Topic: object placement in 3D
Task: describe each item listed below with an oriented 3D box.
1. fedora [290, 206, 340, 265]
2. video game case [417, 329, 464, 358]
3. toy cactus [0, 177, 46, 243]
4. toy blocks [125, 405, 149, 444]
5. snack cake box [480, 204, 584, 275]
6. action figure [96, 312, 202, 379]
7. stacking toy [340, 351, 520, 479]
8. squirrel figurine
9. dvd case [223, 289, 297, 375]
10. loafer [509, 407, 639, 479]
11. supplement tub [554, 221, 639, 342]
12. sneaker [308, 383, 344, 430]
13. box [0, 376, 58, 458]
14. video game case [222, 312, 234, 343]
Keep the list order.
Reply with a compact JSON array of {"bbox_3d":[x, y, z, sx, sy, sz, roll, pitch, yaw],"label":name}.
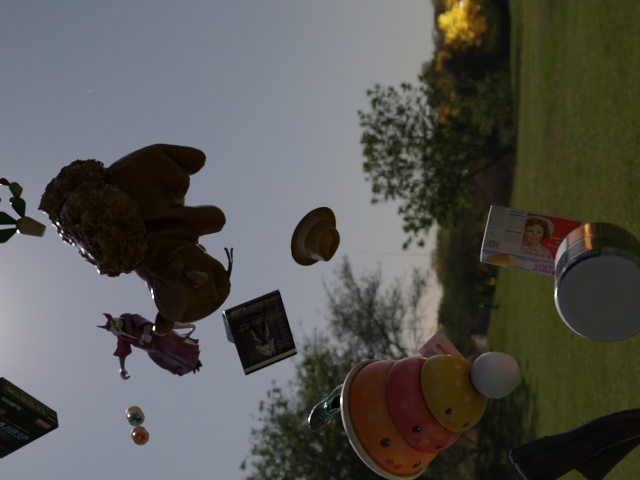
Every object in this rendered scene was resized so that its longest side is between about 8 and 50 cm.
[{"bbox_3d":[0.000,0.000,2.090,0.194,0.079,0.194,-28,-46,-33],"label":"fedora"},{"bbox_3d":[0.372,0.358,2.163,0.019,0.157,0.143,-31,-17,-33],"label":"video game case"},{"bbox_3d":[-0.812,-0.061,1.902,0.112,0.180,0.219,118,167,-49],"label":"toy cactus"},{"bbox_3d":[-0.583,0.600,2.326,0.148,0.054,0.123,165,90,-71],"label":"toy blocks"},{"bbox_3d":[0.605,0.002,2.080,0.089,0.264,0.152,72,-147,-58],"label":"snack cake box"},{"bbox_3d":[-0.562,0.312,2.415,0.370,0.248,0.276,35,-143,-29],"label":"action figure"},{"bbox_3d":[0.318,0.411,1.934,0.350,0.480,0.351,26,-134,-30],"label":"stacking toy"},{"bbox_3d":[-0.366,0.006,1.481,0.397,0.281,0.370,11,-136,-49],"label":"squirrel figurine"},{"bbox_3d":[-0.165,0.260,2.043,0.018,0.164,0.221,-135,28,-60],"label":"dvd case"},{"bbox_3d":[0.622,0.479,1.650,0.134,0.366,0.130,19,-132,-59],"label":"loafer"},{"bbox_3d":[0.643,0.079,1.659,0.338,0.207,0.207,-41,-49,-66],"label":"supplement tub"},{"bbox_3d":[0.023,0.486,2.100,0.166,0.065,0.076,-51,-4,3],"label":"sneaker"},{"bbox_3d":[-0.781,0.438,1.775,0.051,0.175,0.220,62,-179,41],"label":"box"},{"bbox_3d":[-0.269,0.314,2.437,0.015,0.119,0.166,-54,-22,-32],"label":"video game case"}]
